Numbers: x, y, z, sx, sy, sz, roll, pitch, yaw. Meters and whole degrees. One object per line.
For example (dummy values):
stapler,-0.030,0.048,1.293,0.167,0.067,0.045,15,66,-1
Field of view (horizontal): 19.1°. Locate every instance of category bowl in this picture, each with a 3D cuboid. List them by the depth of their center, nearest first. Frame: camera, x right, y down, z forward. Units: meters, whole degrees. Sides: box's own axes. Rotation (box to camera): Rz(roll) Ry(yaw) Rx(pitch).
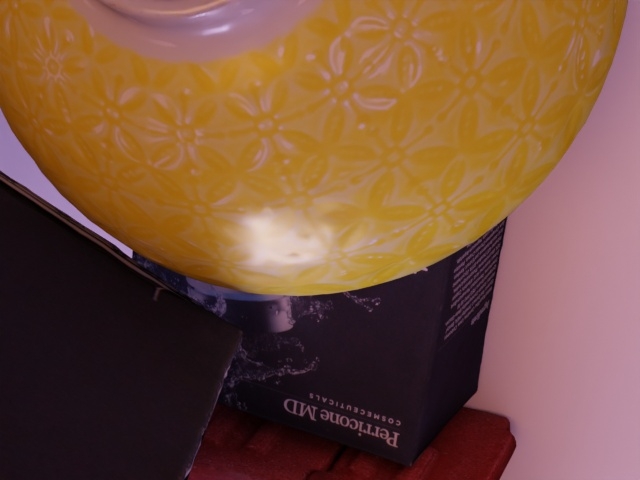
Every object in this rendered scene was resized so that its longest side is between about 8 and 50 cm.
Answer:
bowl,-0.030,-0.126,0.760,0.289,0.156,0.289,-2,83,17

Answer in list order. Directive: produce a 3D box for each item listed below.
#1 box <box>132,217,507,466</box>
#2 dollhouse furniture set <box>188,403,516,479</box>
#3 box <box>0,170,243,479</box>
box,0.000,0.000,0.894,0.156,0.093,0.158,16,116,18
dollhouse furniture set,-0.035,0.218,0.832,0.152,0.374,0.201,11,111,16
box,-0.373,0.131,0.820,0.471,0.297,0.480,33,125,-11
